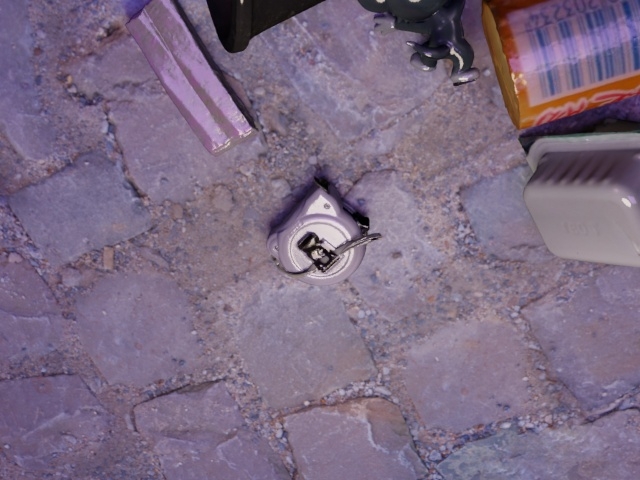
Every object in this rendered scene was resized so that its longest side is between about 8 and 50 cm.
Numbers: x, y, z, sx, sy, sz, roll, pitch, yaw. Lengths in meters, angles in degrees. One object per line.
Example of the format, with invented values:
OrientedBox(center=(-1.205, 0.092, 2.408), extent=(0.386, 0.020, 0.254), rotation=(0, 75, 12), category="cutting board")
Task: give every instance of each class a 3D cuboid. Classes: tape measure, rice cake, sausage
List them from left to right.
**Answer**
OrientedBox(center=(-0.233, -0.297, 1.369), extent=(0.106, 0.050, 0.298), rotation=(-28, 110, 14), category="rice cake")
OrientedBox(center=(0.004, 0.000, 1.462), extent=(0.178, 0.105, 0.196), rotation=(34, 111, -12), category="tape measure")
OrientedBox(center=(0.427, -0.327, 1.216), extent=(0.287, 0.233, 0.233), rotation=(-18, 113, 11), category="sausage")

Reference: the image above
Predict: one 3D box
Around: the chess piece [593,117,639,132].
OrientedBox(center=(0.612, -0.123, 1.270), extent=(0.299, 0.194, 0.194), rotation=(19, 122, 38), category="chess piece")

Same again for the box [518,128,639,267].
OrientedBox(center=(0.478, -0.051, 1.289), extent=(0.106, 0.337, 0.264), rotation=(-39, 111, -22), category="box")

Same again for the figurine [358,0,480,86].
OrientedBox(center=(0.166, -0.376, 1.262), extent=(0.193, 0.140, 0.265), rotation=(-17, 90, 30), category="figurine")

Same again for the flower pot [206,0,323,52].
OrientedBox(center=(-0.055, -0.478, 1.140), extent=(0.251, 0.379, 0.379), rotation=(-12, 115, -14), category="flower pot")
